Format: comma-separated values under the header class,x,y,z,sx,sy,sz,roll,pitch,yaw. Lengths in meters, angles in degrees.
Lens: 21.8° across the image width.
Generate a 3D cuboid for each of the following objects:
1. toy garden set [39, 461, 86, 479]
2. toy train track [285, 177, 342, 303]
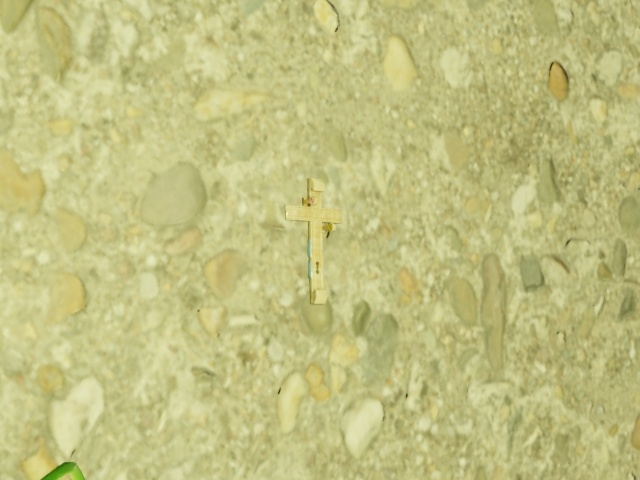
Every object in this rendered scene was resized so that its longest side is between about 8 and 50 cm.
class,x,y,z,sx,sy,sz,roll,pitch,yaw
toy garden set,-0.172,0.271,0.897,0.244,0.049,0.203,-36,107,-36
toy train track,0.000,0.000,1.094,0.048,0.014,0.083,3,83,-39
